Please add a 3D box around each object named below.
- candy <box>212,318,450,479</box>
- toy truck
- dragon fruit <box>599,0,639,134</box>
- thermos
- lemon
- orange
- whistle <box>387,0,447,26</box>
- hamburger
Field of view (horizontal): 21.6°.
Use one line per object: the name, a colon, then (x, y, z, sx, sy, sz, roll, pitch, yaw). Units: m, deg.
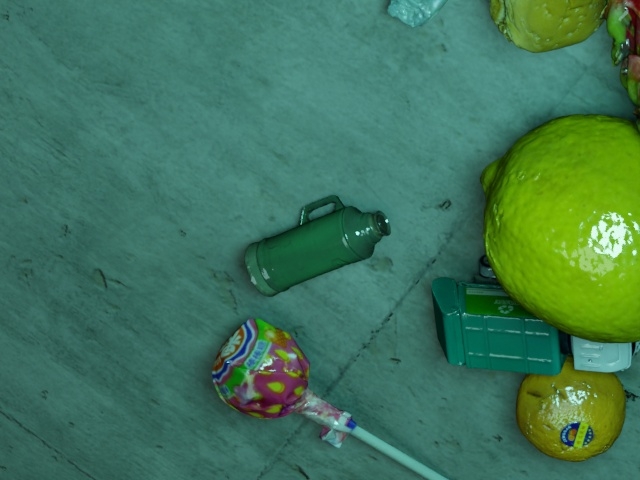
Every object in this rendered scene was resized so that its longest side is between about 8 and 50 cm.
candy: (0.025, 0.232, 2.194, 0.365, 0.124, 0.124, 31, 127, -11)
toy truck: (0.254, 0.093, 1.989, 0.253, 0.124, 0.114, 5, 123, 23)
dragon fruit: (0.415, -0.205, 1.676, 0.231, 0.237, 0.303, -16, 102, -17)
thermos: (0.002, 0.005, 2.076, 0.187, 0.083, 0.073, -21, 131, 30)
lemon: (0.304, -0.012, 1.821, 0.267, 0.267, 0.267, 11, 123, 17)
orange: (0.303, 0.198, 2.033, 0.135, 0.118, 0.136, -1, 131, -1)
whistle: (0.133, -0.309, 1.801, 0.123, 0.123, 0.223, 36, 133, -1)
hamburger: (0.249, -0.271, 1.761, 0.083, 0.138, 0.147, 47, 144, 39)
